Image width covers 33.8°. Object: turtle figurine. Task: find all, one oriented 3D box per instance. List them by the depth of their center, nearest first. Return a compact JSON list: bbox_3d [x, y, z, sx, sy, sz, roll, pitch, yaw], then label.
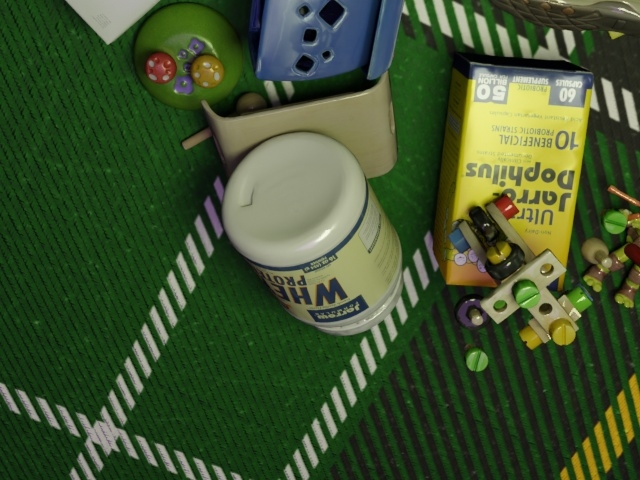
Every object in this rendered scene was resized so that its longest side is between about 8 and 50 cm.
[{"bbox_3d":[0.567,0.005,1.880,0.270,0.087,0.217,23,121,-21],"label":"turtle figurine"}]

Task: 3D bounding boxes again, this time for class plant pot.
[{"bbox_3d":[0.011,-0.375,1.611,0.212,0.236,0.235,6,115,-10],"label":"plant pot"}]

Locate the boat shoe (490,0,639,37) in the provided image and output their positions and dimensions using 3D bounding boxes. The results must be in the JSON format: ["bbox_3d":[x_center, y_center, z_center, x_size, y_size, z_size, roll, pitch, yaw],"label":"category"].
[{"bbox_3d":[0.435,-0.404,1.663,0.356,0.132,0.130,10,86,0],"label":"boat shoe"}]

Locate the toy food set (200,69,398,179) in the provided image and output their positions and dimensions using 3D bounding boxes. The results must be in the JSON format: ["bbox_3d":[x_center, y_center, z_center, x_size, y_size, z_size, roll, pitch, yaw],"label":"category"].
[{"bbox_3d":[-0.026,-0.184,1.747,0.306,0.092,0.219,-12,146,1],"label":"toy food set"}]

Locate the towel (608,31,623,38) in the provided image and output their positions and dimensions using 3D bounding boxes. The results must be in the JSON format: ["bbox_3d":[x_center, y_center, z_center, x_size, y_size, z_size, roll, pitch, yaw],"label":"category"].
[{"bbox_3d":[0.566,-0.423,1.712,0.237,0.021,0.102,-24,108,11],"label":"towel"}]

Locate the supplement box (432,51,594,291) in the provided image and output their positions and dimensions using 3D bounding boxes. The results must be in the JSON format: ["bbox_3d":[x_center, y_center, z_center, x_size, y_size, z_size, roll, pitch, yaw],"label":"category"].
[{"bbox_3d":[0.305,-0.116,1.722,0.194,0.195,0.356,4,105,-1],"label":"supplement box"}]

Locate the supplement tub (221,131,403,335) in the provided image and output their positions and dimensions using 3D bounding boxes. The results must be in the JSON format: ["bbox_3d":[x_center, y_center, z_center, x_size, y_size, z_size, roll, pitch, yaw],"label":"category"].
[{"bbox_3d":[0.000,0.000,1.729,0.236,0.235,0.325,-21,145,9],"label":"supplement tub"}]

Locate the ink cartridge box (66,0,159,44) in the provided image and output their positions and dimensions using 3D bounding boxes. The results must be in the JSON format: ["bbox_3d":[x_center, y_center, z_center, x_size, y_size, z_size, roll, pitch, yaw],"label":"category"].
[{"bbox_3d":[-0.324,-0.508,1.591,0.272,0.130,0.309,-37,111,14],"label":"ink cartridge box"}]

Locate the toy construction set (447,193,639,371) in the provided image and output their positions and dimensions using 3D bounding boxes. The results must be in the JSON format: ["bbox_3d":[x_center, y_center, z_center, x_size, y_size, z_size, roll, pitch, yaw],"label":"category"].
[{"bbox_3d":[0.349,0.064,1.548,0.309,0.237,0.257,-15,105,2],"label":"toy construction set"}]

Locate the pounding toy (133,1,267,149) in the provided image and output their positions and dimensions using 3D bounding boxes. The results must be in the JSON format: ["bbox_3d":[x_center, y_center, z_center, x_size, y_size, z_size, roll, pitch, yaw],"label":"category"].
[{"bbox_3d":[-0.206,-0.263,1.723,0.183,0.110,0.236,-24,114,10],"label":"pounding toy"}]
